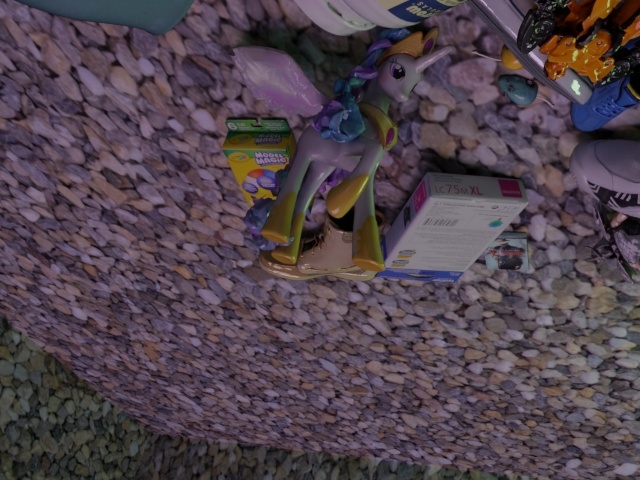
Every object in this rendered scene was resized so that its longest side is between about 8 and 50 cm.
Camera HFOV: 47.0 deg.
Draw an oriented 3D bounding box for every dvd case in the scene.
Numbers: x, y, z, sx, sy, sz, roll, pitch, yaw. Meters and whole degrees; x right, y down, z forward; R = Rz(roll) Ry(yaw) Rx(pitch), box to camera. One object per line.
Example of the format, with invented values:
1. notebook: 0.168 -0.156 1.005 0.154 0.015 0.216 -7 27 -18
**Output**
1. dvd case: 0.369 0.022 1.468 0.087 0.013 0.119 2 145 19

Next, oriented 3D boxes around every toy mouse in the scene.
1. toy mouse: 0.321 -0.234 1.083 0.161 0.031 0.143 -7 142 30

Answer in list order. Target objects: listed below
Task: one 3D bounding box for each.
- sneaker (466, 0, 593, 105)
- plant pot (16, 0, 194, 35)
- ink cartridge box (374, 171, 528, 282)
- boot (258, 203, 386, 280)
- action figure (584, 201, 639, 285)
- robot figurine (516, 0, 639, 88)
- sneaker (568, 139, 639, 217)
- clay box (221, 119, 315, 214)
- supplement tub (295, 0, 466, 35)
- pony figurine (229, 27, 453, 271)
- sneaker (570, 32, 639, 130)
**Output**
1. sneaker: 0.292 -0.279 0.962 0.258 0.094 0.091 36 101 -30
2. plant pot: -0.277 -0.389 0.904 0.255 0.272 0.271 20 151 -37
3. ink cartridge box: 0.230 -0.015 1.383 0.185 0.065 0.311 3 148 -15
4. boot: 0.000 0.000 1.503 0.262 0.095 0.203 6 148 3
5. action figure: 0.581 -0.015 1.236 0.285 0.099 0.185 -22 116 33
6. robot figurine: 0.358 -0.300 0.836 0.211 0.085 0.291 15 137 -31
7. sneaker: 0.547 -0.129 1.042 0.366 0.137 0.210 20 140 26
8. clay box: -0.098 -0.135 1.385 0.127 0.053 0.222 3 146 18
9. supplement tub: 0.124 -0.367 0.771 0.325 0.235 0.235 -14 138 37
10. pony figurine: 0.016 -0.146 1.114 0.351 0.363 0.303 2 156 48
11. sneaker: 0.415 -0.210 1.037 0.069 0.082 0.209 17 149 -6
